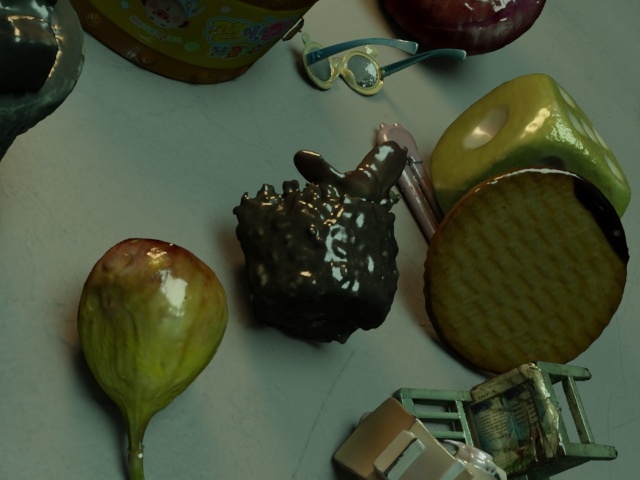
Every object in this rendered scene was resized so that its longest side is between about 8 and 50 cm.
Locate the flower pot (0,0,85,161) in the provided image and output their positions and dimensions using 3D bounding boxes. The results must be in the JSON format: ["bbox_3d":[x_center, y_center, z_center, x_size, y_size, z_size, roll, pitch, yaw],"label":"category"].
[{"bbox_3d":[-0.383,-0.204,0.872,0.299,0.283,0.299,24,48,-30],"label":"flower pot"}]

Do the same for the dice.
[{"bbox_3d":[0.328,-0.100,1.484,0.233,0.238,0.227,43,27,-21],"label":"dice"}]

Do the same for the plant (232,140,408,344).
[{"bbox_3d":[0.000,0.000,1.163,0.178,0.204,0.234,22,58,-44],"label":"plant"}]

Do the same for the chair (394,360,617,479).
[{"bbox_3d":[0.253,0.245,1.256,0.270,0.147,0.136,14,53,-39],"label":"chair"}]

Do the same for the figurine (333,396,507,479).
[{"bbox_3d":[0.137,0.306,1.121,0.237,0.141,0.162,43,77,-14],"label":"figurine"}]

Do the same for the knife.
[{"bbox_3d":[0.190,-0.020,1.480,0.132,0.038,0.399,-9,67,-50],"label":"knife"}]

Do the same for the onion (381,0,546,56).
[{"bbox_3d":[0.254,-0.503,1.764,0.347,0.285,0.348,1,82,-5],"label":"onion"}]

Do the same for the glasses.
[{"bbox_3d":[0.097,-0.269,1.472,0.189,0.220,0.088,-1,101,-46],"label":"glasses"}]

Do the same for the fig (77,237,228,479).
[{"bbox_3d":[-0.172,0.129,0.958,0.159,0.159,0.257,12,73,-38],"label":"fig"}]

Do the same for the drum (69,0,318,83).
[{"bbox_3d":[-0.182,-0.441,1.302,0.431,0.214,0.431,26,46,-30],"label":"drum"}]

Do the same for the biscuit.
[{"bbox_3d":[0.299,0.047,1.359,0.318,0.318,0.040,36,4,-18],"label":"biscuit"}]
